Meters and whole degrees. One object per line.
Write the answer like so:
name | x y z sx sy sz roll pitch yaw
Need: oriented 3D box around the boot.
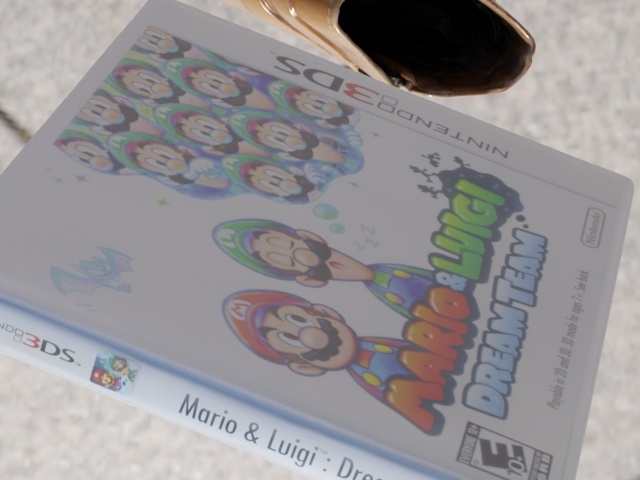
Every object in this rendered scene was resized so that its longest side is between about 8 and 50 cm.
boot | -0.042 -0.147 0.984 0.283 0.220 0.109 12 113 -31

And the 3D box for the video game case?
video game case | 0.000 0.000 0.453 0.143 0.157 0.019 22 122 3
